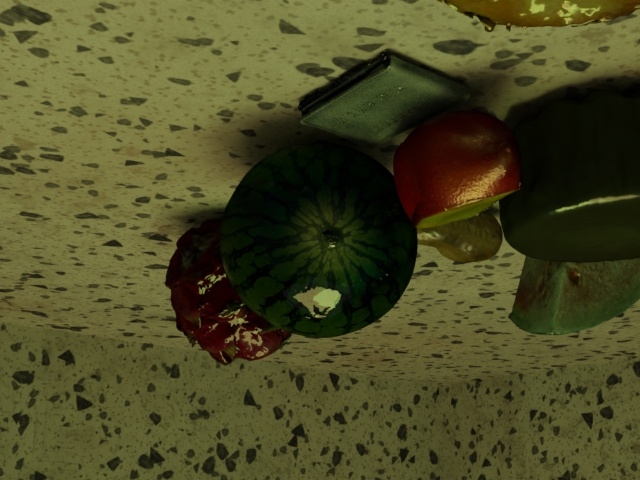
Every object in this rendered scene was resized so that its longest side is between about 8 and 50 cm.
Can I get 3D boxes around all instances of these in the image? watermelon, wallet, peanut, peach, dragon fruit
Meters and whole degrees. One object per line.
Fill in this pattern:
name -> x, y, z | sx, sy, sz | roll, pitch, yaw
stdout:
watermelon -> 0.496, 0.007, 1.709 | 0.258, 0.387, 0.228 | 59, 161, -22
wallet -> 0.090, -0.203, 1.338 | 0.167, 0.036, 0.222 | 15, 158, -36
watermelon -> 0.000, 0.000, 1.510 | 0.363, 0.363, 0.363 | 2, 163, 0
peanut -> 0.254, -0.018, 1.791 | 0.236, 0.110, 0.120 | 11, 174, -21
peach -> 0.191, -0.107, 1.337 | 0.154, 0.158, 0.267 | -21, 176, -8
dragon fruit -> -0.175, 0.105, 1.921 | 0.329, 0.329, 0.329 | 2, 163, 0

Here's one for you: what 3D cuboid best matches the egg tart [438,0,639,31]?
egg tart -> 0.193, -0.307, 0.763 | 0.443, 0.178, 0.443 | 2, 164, 1

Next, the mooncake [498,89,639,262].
mooncake -> 0.455, -0.095, 1.396 | 0.357, 0.194, 0.356 | -2, 163, -1
